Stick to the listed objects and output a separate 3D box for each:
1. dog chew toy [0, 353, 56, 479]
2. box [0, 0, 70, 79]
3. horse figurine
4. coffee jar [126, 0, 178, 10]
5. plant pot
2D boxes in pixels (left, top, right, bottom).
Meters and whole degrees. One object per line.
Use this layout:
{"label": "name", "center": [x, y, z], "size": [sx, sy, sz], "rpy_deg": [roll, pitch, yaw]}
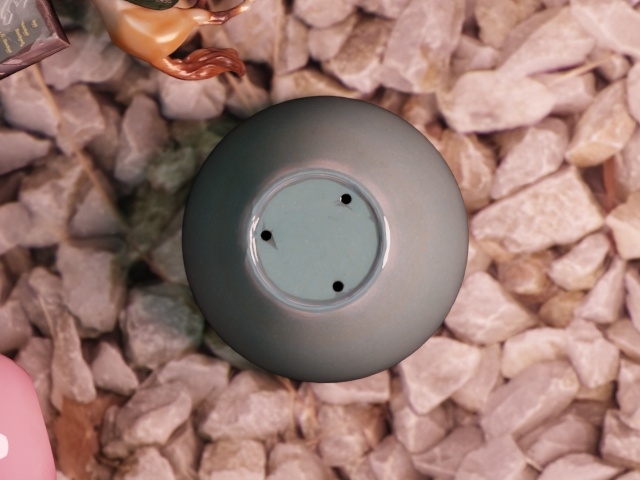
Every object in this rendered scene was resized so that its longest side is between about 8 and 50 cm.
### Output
{"label": "dog chew toy", "center": [-0.426, 0.221, 1.634], "size": [0.332, 0.206, 0.206], "rpy_deg": [-13, 90, -13]}
{"label": "box", "center": [-0.426, -0.285, 1.720], "size": [0.242, 0.076, 0.307], "rpy_deg": [-25, 89, 2]}
{"label": "horse figurine", "center": [-0.177, -0.251, 1.684], "size": [0.174, 0.066, 0.263], "rpy_deg": [-41, 95, -26]}
{"label": "coffee jar", "center": [-0.137, -0.284, 1.569], "size": [0.096, 0.184, 0.079], "rpy_deg": [19, 66, -22]}
{"label": "plant pot", "center": [0.000, 0.000, 1.642], "size": [0.290, 0.195, 0.290], "rpy_deg": [0, 91, 3]}
